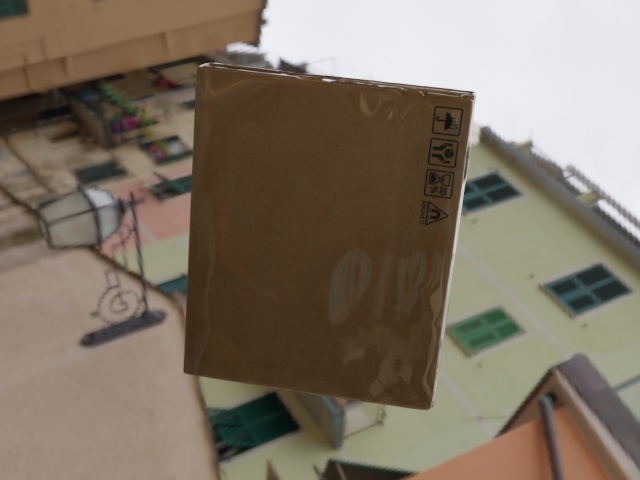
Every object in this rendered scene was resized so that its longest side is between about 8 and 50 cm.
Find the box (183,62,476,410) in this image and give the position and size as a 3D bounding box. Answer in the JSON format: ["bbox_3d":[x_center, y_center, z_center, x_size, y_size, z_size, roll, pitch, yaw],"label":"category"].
[{"bbox_3d":[0.000,0.000,0.612,0.021,0.164,0.201,-64,160,-69],"label":"box"}]
